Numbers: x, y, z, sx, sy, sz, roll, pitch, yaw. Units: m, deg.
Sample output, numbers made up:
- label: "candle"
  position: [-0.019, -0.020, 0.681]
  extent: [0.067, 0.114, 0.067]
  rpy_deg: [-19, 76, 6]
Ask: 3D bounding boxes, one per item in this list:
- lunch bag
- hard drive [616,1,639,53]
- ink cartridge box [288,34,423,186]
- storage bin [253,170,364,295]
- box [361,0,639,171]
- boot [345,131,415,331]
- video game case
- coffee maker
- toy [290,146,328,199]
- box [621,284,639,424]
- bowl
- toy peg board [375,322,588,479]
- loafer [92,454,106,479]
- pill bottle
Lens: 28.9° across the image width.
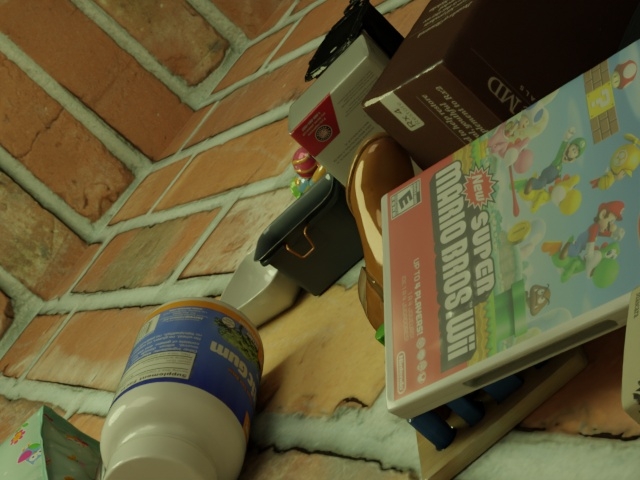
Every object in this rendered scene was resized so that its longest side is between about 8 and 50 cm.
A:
- label: "lunch bag"
  position: [-0.349, 0.361, 1.455]
  extent: [0.223, 0.160, 0.262]
  rpy_deg: [-42, 29, 12]
- label: "hard drive"
  position: [0.358, -0.223, 1.125]
  extent: [0.172, 0.054, 0.255]
  rpy_deg: [-22, 31, 56]
- label: "ink cartridge box"
  position: [0.069, -0.123, 1.430]
  extent: [0.128, 0.176, 0.127]
  rpy_deg: [-44, 15, 13]
- label: "storage bin"
  position: [0.000, 0.000, 1.478]
  extent: [0.135, 0.091, 0.098]
  rpy_deg: [-43, 17, 22]
- label: "box"
  position: [0.220, -0.218, 1.227]
  extent: [0.143, 0.191, 0.381]
  rpy_deg: [-22, 31, 57]
- label: "boot"
  position: [0.080, 0.006, 1.169]
  extent: [0.073, 0.197, 0.152]
  rpy_deg: [-8, 19, -13]
- label: "video game case"
  position: [0.151, -0.005, 0.922]
  extent: [0.285, 0.025, 0.204]
  rpy_deg: [-31, 46, 40]
- label: "coffee maker"
  position: [0.090, -0.206, 1.556]
  extent: [0.120, 0.178, 0.171]
  rpy_deg: [-21, 33, 56]
- label: "toy"
  position: [-0.004, -0.118, 1.694]
  extent: [0.237, 0.056, 0.137]
  rpy_deg: [120, 175, -65]
- label: "box"
  position: [0.296, 0.025, 0.654]
  extent: [0.275, 0.094, 0.113]
  rpy_deg: [-37, 20, 35]
- label: "bowl"
  position: [-0.066, 0.054, 1.594]
  extent: [0.142, 0.053, 0.142]
  rpy_deg: [-34, 21, 42]
- label: "toy peg board"
  position: [0.116, 0.087, 1.004]
  extent: [0.161, 0.079, 0.161]
  rpy_deg: [-44, 17, 17]
- label: "loafer"
  position: [-0.217, 0.295, 1.357]
  extent: [0.095, 0.109, 0.302]
  rpy_deg: [-46, 19, 25]
- label: "pill bottle"
  position: [-0.148, 0.189, 1.326]
  extent: [0.152, 0.152, 0.272]
  rpy_deg: [-42, 18, 23]
